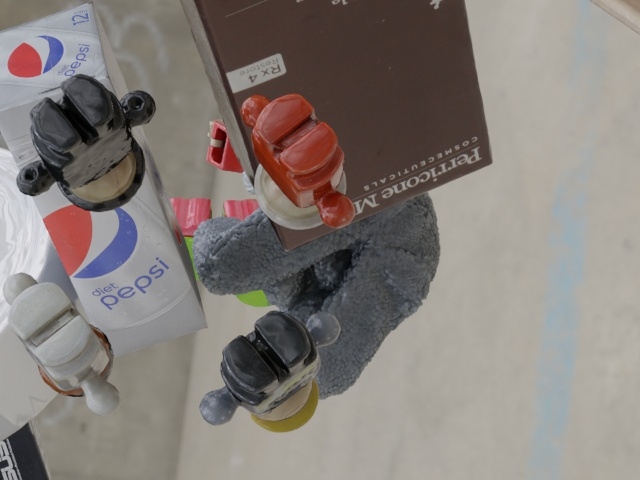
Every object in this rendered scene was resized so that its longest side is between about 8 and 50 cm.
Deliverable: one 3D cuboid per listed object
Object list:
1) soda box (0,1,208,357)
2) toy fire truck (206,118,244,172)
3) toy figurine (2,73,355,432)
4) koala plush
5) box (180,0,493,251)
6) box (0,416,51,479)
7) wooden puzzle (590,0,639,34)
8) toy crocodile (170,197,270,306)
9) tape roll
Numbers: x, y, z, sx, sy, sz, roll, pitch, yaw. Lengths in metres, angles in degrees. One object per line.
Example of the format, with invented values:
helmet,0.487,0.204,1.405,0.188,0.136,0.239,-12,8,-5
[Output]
soda box,-0.172,-0.040,1.427,0.286,0.091,0.098,73,180,-46
toy fire truck,-0.075,-0.116,2.045,0.192,0.135,0.047,-139,57,-65
toy figurine,-0.087,0.010,1.133,0.148,0.213,0.209,89,-175,-76
koala plush,0.000,0.000,1.685,0.203,0.196,0.221,-42,15,0
box,-0.002,-0.175,1.344,0.381,0.191,0.143,71,174,-56
box,-0.417,0.164,2.250,0.395,0.097,0.318,168,85,-81
wooden puzzle,0.252,-0.191,1.227,0.238,0.221,0.044,45,134,28
toy crocodile,-0.131,-0.001,1.948,0.115,0.341,0.105,-96,6,-50
tape roll,-0.336,0.053,1.589,0.100,0.286,0.286,56,-160,-46
